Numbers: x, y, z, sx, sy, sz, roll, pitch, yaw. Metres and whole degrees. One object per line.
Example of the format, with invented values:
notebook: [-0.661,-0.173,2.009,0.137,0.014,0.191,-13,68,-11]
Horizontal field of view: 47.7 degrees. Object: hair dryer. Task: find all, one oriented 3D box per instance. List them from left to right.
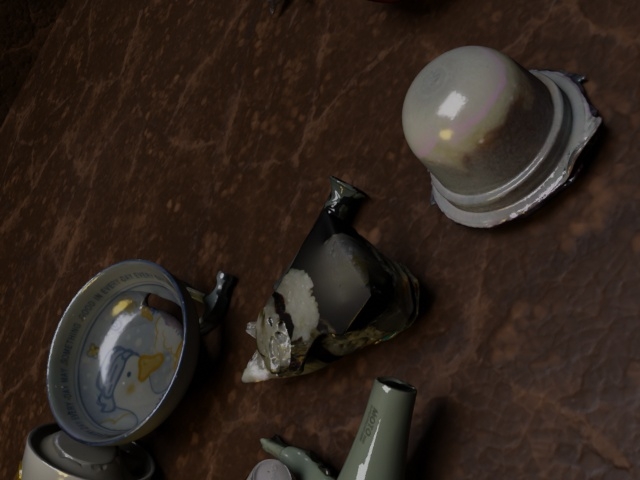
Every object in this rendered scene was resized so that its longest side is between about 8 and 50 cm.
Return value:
hair dryer: [0.019,0.216,0.774,0.267,0.092,0.229,49,123,51]

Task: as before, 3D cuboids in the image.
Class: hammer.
hammer: [-0.224,0.084,1.174,0.246,0.029,0.103,11,79,51]

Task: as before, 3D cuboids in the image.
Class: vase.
vase: [0.000,0.000,0.941,0.059,0.059,0.166,29,94,51]

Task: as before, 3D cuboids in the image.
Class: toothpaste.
toothpaste: [-0.080,0.308,0.847,0.193,0.045,0.071,115,152,-49]

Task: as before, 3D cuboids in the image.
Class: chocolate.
chocolate: [0.165,-0.122,0.751,0.221,0.147,0.221,-21,57,36]

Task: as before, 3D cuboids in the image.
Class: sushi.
sushi: [0.009,0.100,0.861,0.273,0.109,0.134,-54,42,36]

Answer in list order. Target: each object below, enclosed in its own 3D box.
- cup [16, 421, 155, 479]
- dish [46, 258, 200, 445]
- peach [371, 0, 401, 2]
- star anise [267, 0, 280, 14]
cup: [-0.364,0.393,1.081,0.241,0.186,0.226,-128,58,-84]
dish: [-0.267,0.175,1.090,0.274,0.134,0.273,-12,65,28]
peach: [0.106,-0.428,0.932,0.244,0.200,0.243,-12,72,41]
star anise: [-0.026,-0.501,1.209,0.263,0.081,0.230,-21,46,44]
